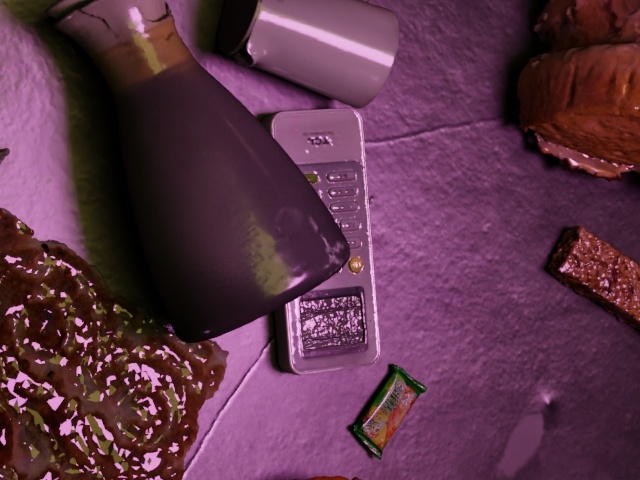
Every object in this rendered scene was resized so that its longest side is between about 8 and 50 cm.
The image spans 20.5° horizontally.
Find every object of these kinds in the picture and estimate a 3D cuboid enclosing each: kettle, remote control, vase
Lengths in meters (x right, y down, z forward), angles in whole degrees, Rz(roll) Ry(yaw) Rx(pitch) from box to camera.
[{"bbox_3d":[-0.010,-0.203,1.648,0.148,0.098,0.127,18,87,-23],"label":"kettle"},{"bbox_3d":[0.000,0.000,1.686,0.103,0.034,0.250,-4,92,-28],"label":"remote control"},{"bbox_3d":[-0.116,-0.086,1.557,0.173,0.173,0.321,-28,94,-25],"label":"vase"}]

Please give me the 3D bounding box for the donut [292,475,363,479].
[{"bbox_3d":[0.011,0.346,1.653,0.253,0.118,0.253,-8,108,-26],"label":"donut"}]

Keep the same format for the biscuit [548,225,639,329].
[{"bbox_3d":[0.325,0.054,1.856,0.199,0.034,0.064,33,75,-24],"label":"biscuit"}]

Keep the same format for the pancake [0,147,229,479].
[{"bbox_3d":[-0.270,0.120,1.539,0.427,0.067,0.305,44,63,-20],"label":"pancake"}]

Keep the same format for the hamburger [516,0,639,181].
[{"bbox_3d":[0.451,-0.176,1.757,0.445,0.287,0.268,17,76,-14],"label":"hamburger"}]

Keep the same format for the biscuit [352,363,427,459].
[{"bbox_3d":[0.066,0.165,1.729,0.046,0.016,0.089,43,71,-21],"label":"biscuit"}]
